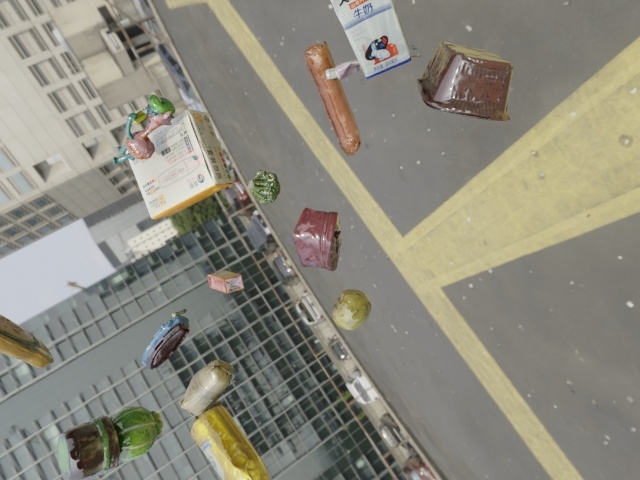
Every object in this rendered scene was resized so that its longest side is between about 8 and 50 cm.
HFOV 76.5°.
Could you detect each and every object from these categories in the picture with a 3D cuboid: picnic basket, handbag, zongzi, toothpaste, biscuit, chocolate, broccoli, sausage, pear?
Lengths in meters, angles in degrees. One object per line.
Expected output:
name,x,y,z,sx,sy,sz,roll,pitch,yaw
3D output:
picnic basket,0.370,-0.410,1.024,0.296,0.223,0.129,-82,3,-56
handbag,0.000,0.000,1.300,0.136,0.146,0.225,9,148,11
zongzi,-0.341,0.426,1.281,0.099,0.194,0.197,40,-164,-12
toothpaste,0.163,-0.563,1.284,0.075,0.301,0.048,-104,-2,-68
biscuit,-0.959,0.257,1.203,0.287,0.057,0.343,18,152,37
chocolate,-0.290,0.791,1.451,0.445,0.162,0.162,36,156,31
broccoli,-0.245,-0.229,1.758,0.162,0.138,0.145,19,100,49
sausage,0.054,-0.474,1.414,0.094,0.094,0.419,5,141,34
pear,0.119,0.269,1.585,0.137,0.167,0.167,32,163,1

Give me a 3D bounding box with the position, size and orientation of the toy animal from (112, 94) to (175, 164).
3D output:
toy animal,-0.452,-0.271,1.018,0.103,0.208,0.100,10,-133,-57

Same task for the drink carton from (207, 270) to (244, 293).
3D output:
drink carton,-0.458,0.197,1.955,0.223,0.096,0.070,5,106,56

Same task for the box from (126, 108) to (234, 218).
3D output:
box,-0.393,-0.204,1.128,0.091,0.274,0.220,-22,-87,-62

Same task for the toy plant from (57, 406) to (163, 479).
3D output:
toy plant,-0.358,0.347,0.710,0.093,0.162,0.092,0,90,41

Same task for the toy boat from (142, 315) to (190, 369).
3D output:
toy boat,-0.569,0.362,1.470,0.097,0.223,0.100,39,178,39

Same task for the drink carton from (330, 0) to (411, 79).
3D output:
drink carton,0.110,-0.550,0.967,0.315,0.131,0.106,44,-146,-55

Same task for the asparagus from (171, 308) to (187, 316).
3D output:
asparagus,-0.474,0.244,1.367,0.015,0.018,0.127,64,176,1
